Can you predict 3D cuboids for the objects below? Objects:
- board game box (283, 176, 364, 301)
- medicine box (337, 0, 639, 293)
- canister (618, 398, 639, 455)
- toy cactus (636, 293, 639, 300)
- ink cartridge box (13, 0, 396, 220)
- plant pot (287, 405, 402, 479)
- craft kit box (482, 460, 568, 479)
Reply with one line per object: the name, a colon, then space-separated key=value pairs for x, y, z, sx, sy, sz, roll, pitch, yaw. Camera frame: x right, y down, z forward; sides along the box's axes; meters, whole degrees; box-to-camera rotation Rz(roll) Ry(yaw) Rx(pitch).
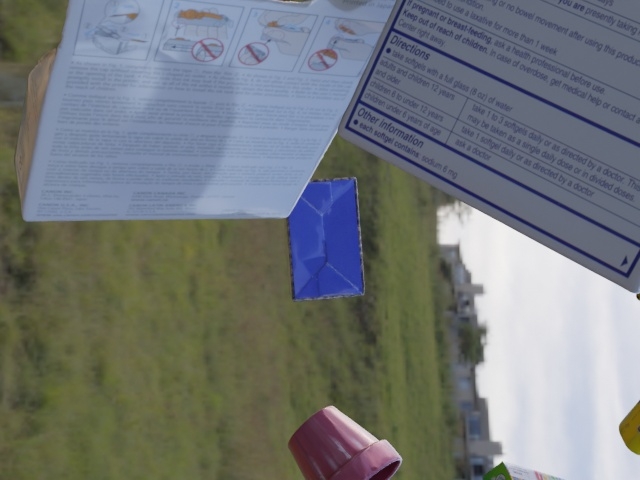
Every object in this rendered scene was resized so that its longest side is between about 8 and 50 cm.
board game box: x=0.000 y=0.000 z=1.906 sx=0.291 sy=0.141 sz=0.232 roll=167 pitch=-82 yaw=-87
medicine box: x=0.203 y=-0.148 z=0.712 sx=0.149 sy=0.264 sz=0.289 roll=-2 pitch=121 yaw=-63
canister: x=0.529 y=0.244 z=1.368 sx=0.169 sy=0.126 sz=0.073 roll=107 pitch=-27 yaw=-46
toy cactus: x=0.684 y=0.073 z=1.688 sx=0.180 sy=0.219 sz=0.112 roll=-48 pitch=-150 yaw=27
ink cartridge box: x=-0.118 y=-0.162 z=0.914 sx=0.385 sy=0.308 sz=0.091 roll=-59 pitch=-140 yaw=47
plant pot: x=0.036 y=0.450 z=1.922 sx=0.180 sy=0.201 sz=0.201 roll=46 pitch=-25 yaw=22
craft kit box: x=0.393 y=0.481 z=1.457 sx=0.061 sy=0.250 sz=0.246 roll=-46 pitch=-139 yaw=26
